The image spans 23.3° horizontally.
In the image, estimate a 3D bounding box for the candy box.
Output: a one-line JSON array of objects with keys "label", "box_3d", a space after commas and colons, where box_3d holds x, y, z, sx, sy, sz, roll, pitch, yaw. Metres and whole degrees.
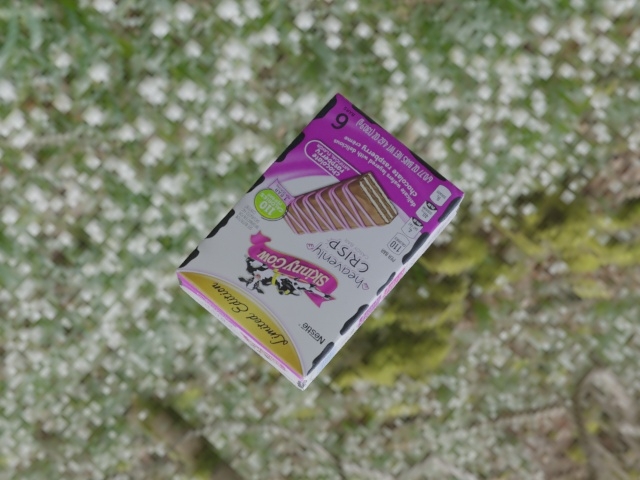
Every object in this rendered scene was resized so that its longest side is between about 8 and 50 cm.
[{"label": "candy box", "box_3d": [0.000, 0.000, 1.452, 0.233, 0.159, 0.071, -49, 171, -12]}]
